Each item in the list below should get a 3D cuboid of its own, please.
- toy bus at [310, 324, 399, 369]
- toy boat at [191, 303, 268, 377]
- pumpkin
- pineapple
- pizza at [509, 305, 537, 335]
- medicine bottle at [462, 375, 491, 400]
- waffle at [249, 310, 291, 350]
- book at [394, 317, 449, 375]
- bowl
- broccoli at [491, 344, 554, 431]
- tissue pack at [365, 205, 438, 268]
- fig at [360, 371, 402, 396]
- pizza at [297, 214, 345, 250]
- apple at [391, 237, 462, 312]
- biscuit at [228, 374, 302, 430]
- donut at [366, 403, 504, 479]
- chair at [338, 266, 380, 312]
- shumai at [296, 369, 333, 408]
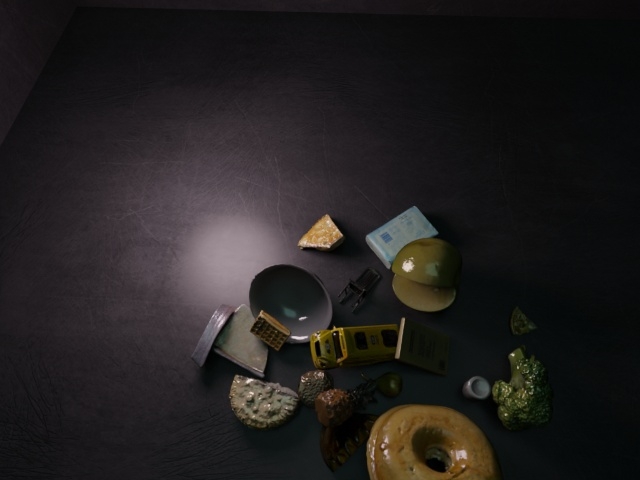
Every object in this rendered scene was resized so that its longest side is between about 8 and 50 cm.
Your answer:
[{"bbox_3d":[0.135,0.388,1.593,0.330,0.151,0.145,1,64,-24],"label":"toy bus"},{"bbox_3d":[-0.345,0.391,1.714,0.293,0.111,0.276,11,64,-5],"label":"toy boat"},{"bbox_3d":[0.082,0.676,1.520,0.149,0.130,0.254,41,75,20],"label":"pumpkin"},{"bbox_3d":[0.103,0.570,1.525,0.247,0.128,0.128,-9,60,-34],"label":"pineapple"},{"bbox_3d":[0.805,0.323,1.686,0.108,0.026,0.123,13,66,8],"label":"pizza"},{"bbox_3d":[0.560,0.540,1.544,0.080,0.130,0.081,-2,64,5],"label":"medicine bottle"},{"bbox_3d":[-0.197,0.355,1.672,0.148,0.042,0.103,35,115,2],"label":"waffle"},{"bbox_3d":[0.390,0.404,1.614,0.230,0.026,0.161,25,63,-21],"label":"book"},{"bbox_3d":[-0.099,0.223,1.705,0.345,0.346,0.157,15,23,11],"label":"bowl"},{"bbox_3d":[0.685,0.499,1.484,0.185,0.254,0.303,-3,65,3],"label":"broccoli"},{"bbox_3d":[0.351,-0.012,1.848,0.263,0.089,0.177,-32,67,-13],"label":"tissue pack"},{"bbox_3d":[0.237,0.539,1.619,0.166,0.093,0.094,-7,56,46],"label":"fig"},{"bbox_3d":[0.008,0.001,1.881,0.204,0.081,0.188,-39,44,-3],"label":"pizza"},{"bbox_3d":[0.415,0.134,1.667,0.253,0.292,0.292,13,65,30],"label":"apple"},{"bbox_3d":[-0.211,0.614,1.597,0.280,0.084,0.179,11,66,9],"label":"biscuit"},{"bbox_3d":[0.367,0.719,1.378,0.448,0.198,0.449,3,36,-2],"label":"donut"},{"bbox_3d":[0.167,0.183,1.761,0.084,0.101,0.212,35,73,19],"label":"chair"},{"bbox_3d":[-0.021,0.553,1.596,0.145,0.116,0.146,1,81,-4],"label":"shumai"}]
